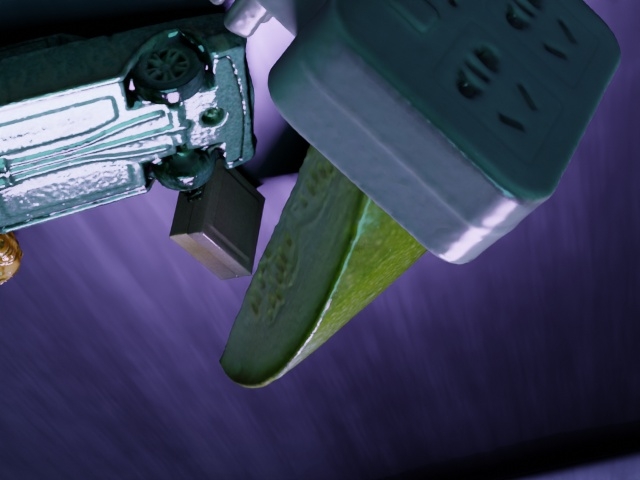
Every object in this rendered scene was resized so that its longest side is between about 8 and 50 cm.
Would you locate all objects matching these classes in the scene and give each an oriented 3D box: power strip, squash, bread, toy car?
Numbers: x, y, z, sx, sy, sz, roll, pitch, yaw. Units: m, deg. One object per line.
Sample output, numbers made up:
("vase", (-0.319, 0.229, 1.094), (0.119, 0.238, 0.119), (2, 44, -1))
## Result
("power strip", (0.038, -0.129, 0.714), (0.261, 0.229, 0.141), (42, 131, -5))
("squash", (0.000, 0.000, 0.885), (0.288, 0.111, 0.203), (-39, 137, 5))
("bread", (-0.315, 0.018, 1.000), (0.110, 0.044, 0.083), (-27, 141, 22))
("toy car", (-0.206, -0.081, 0.823), (0.320, 0.097, 0.141), (-17, 145, -10))

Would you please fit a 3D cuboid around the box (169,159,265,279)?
("box", (-0.086, -0.020, 0.948), (0.035, 0.079, 0.083), (-9, 146, 29))
